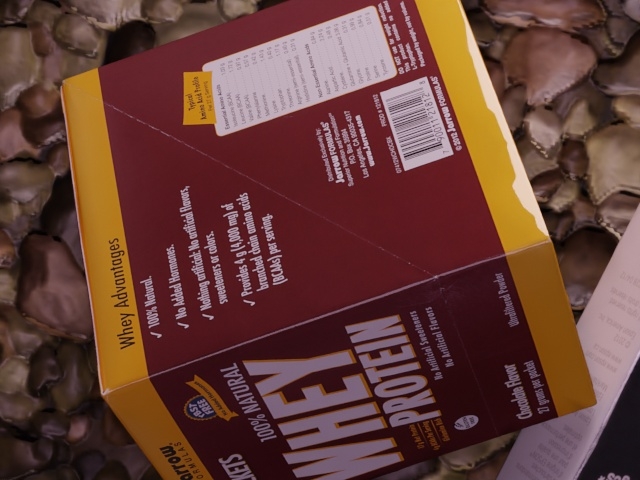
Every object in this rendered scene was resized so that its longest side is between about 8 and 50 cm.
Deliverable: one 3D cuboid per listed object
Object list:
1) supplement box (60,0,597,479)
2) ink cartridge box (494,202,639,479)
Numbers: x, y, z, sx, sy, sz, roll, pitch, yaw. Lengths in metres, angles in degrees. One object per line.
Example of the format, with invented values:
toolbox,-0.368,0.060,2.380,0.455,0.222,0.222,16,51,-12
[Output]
supplement box,0.000,0.000,0.778,0.194,0.129,0.191,-19,50,5
ink cartridge box,0.180,0.120,0.819,0.176,0.069,0.370,25,97,-26
